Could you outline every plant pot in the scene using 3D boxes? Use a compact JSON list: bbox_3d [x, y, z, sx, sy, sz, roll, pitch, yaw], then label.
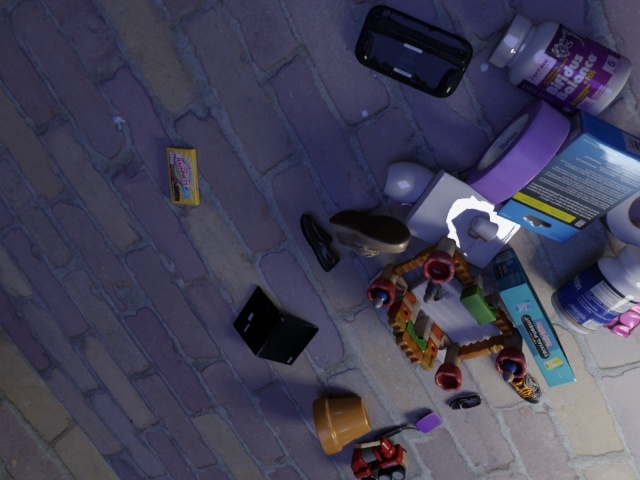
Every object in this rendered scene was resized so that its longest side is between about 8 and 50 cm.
[{"bbox_3d":[0.090,0.699,1.674,0.188,0.205,0.205,-19,105,6],"label":"plant pot"}]

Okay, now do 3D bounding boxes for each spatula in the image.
[{"bbox_3d":[0.338,0.749,1.701,0.296,0.030,0.084,-29,118,25],"label":"spatula"}]

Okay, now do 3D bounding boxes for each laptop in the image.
[{"bbox_3d":[-0.181,0.341,1.700,0.264,0.137,0.234,46,117,24],"label":"laptop"}]

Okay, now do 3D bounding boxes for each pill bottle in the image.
[{"bbox_3d":[0.203,0.140,1.497,0.043,0.043,0.083,42,116,-3],"label":"pill bottle"},{"bbox_3d":[0.593,-0.446,1.093,0.302,0.169,0.169,29,115,3],"label":"pill bottle"},{"bbox_3d":[0.821,0.141,1.237,0.153,0.153,0.264,35,129,1],"label":"pill bottle"}]

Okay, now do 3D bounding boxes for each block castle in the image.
[{"bbox_3d":[0.376,0.244,1.304,0.303,0.213,0.453,-30,103,38],"label":"block castle"}]

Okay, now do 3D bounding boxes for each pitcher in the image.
[{"bbox_3d":[0.295,-0.148,1.321,0.207,0.125,0.177,10,114,0],"label":"pitcher"}]

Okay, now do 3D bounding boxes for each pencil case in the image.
[{"bbox_3d":[0.930,0.192,1.290,0.098,0.095,0.209,8,115,-26],"label":"pencil case"}]

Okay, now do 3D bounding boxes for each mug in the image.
[{"bbox_3d":[0.471,-0.031,1.259,0.064,0.062,0.078,29,109,-12],"label":"mug"}]

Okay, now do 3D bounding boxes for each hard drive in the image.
[{"bbox_3d":[0.431,-0.057,1.298,0.319,0.040,0.210,24,117,-18],"label":"hard drive"}]

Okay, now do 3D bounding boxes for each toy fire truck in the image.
[{"bbox_3d":[0.199,0.855,1.708,0.217,0.158,0.246,-31,101,24],"label":"toy fire truck"}]

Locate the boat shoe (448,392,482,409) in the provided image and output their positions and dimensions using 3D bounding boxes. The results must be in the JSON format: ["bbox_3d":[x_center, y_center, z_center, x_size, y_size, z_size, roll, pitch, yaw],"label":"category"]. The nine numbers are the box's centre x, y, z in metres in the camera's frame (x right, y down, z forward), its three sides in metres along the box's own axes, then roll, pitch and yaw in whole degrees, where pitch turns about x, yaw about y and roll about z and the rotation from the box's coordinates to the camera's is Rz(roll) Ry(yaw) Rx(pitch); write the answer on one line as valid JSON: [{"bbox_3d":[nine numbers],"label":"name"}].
[{"bbox_3d":[0.534,0.601,1.586,0.125,0.038,0.046,-24,102,22],"label":"boat shoe"}]

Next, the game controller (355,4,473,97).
[{"bbox_3d":[0.258,-0.532,1.221,0.319,0.067,0.166,26,130,5],"label":"game controller"}]

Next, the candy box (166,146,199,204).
[{"bbox_3d":[-0.497,-0.233,1.558,0.105,0.027,0.205,6,112,10],"label":"candy box"}]

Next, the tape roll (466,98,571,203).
[{"bbox_3d":[0.514,-0.232,1.138,0.090,0.275,0.275,38,116,0],"label":"tape roll"}]

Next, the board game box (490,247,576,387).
[{"bbox_3d":[0.630,0.223,1.294,0.079,0.254,0.336,-26,101,24],"label":"board game box"}]

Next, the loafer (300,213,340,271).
[{"bbox_3d":[0.000,0.000,1.493,0.078,0.080,0.220,-29,101,-10],"label":"loafer"}]

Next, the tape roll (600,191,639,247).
[{"bbox_3d":[0.907,-0.092,1.195,0.219,0.072,0.219,5,112,13],"label":"tape roll"}]

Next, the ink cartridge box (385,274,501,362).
[{"bbox_3d":[0.416,0.258,1.472,0.296,0.066,0.261,44,131,-3],"label":"ink cartridge box"}]

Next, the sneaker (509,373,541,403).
[{"bbox_3d":[0.686,0.489,1.476,0.084,0.083,0.215,-37,99,23],"label":"sneaker"}]

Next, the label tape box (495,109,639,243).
[{"bbox_3d":[0.681,-0.158,1.171,0.241,0.106,0.333,22,143,-7],"label":"label tape box"}]

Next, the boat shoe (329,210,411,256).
[{"bbox_3d":[0.159,-0.011,1.344,0.341,0.122,0.110,24,137,56],"label":"boat shoe"}]
